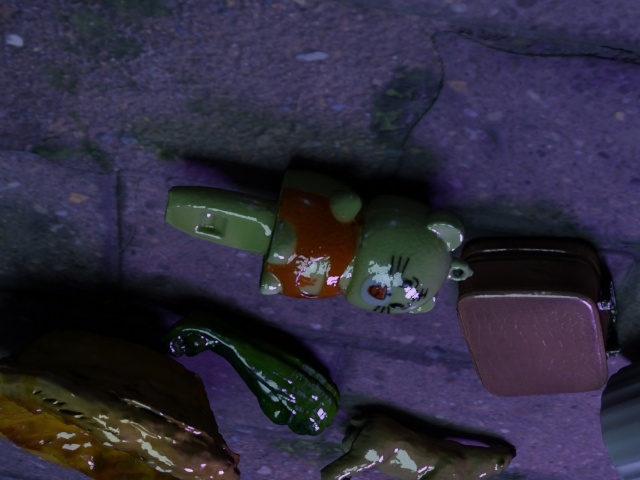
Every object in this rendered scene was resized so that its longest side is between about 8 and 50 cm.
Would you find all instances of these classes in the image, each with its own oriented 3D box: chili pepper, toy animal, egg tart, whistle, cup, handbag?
[{"bbox_3d":[-0.062,0.145,1.577,0.100,0.074,0.257,-21,131,39],"label":"chili pepper"},{"bbox_3d":[0.116,0.256,1.691,0.219,0.103,0.101,22,119,-11],"label":"toy animal"},{"bbox_3d":[-0.231,0.181,1.569,0.341,0.129,0.341,17,162,6],"label":"egg tart"},{"bbox_3d":[0.000,0.000,1.321,0.288,0.106,0.131,12,138,-5],"label":"whistle"},{"bbox_3d":[0.417,0.183,1.448,0.221,0.167,0.202,33,141,-28],"label":"cup"},{"bbox_3d":[0.215,0.077,1.419,0.151,0.072,0.193,-4,141,17],"label":"handbag"}]
